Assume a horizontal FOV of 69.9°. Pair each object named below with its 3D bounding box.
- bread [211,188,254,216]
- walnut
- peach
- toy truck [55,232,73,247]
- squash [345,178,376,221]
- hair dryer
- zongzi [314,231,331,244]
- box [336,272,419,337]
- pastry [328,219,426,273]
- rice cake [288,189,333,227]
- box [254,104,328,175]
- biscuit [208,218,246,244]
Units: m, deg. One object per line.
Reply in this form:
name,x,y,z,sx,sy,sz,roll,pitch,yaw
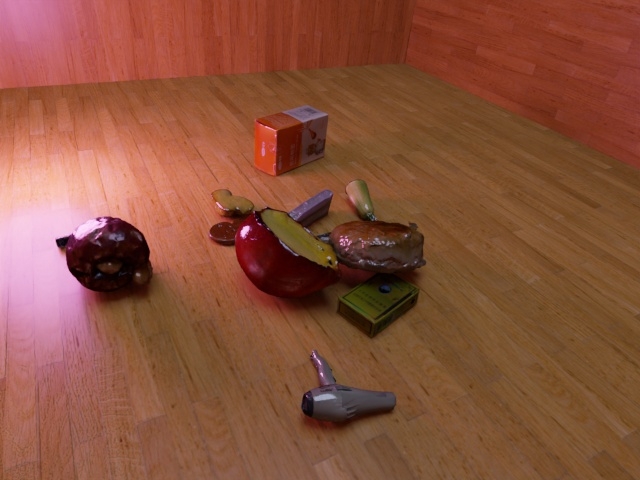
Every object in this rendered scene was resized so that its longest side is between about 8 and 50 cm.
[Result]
bread,-0.339,-0.136,1.744,0.149,0.065,0.187,-5,32,-33
walnut,-0.609,0.034,1.353,0.243,0.222,0.269,20,12,-39
peach,-0.106,0.063,1.376,0.361,0.201,0.257,36,18,23
toy truck,-0.827,-0.005,1.508,0.083,0.039,0.044,-19,25,-33
squash,0.173,-0.142,1.805,0.094,0.094,0.224,-6,43,-15
hair dryer,0.071,0.356,1.104,0.218,0.088,0.225,14,20,0
zongzi,0.000,0.000,1.606,0.109,0.055,0.119,-7,16,4
box,0.173,0.178,1.357,0.220,0.064,0.141,-25,43,-38
pastry,0.182,0.015,1.453,0.329,0.137,0.330,4,11,-1
rice cake,-0.053,-0.092,1.673,0.050,0.106,0.298,33,43,20
box,-0.134,-0.458,2.076,0.143,0.225,0.341,32,43,31
biscuit,-0.307,-0.031,1.622,0.175,0.026,0.124,-18,42,-29
